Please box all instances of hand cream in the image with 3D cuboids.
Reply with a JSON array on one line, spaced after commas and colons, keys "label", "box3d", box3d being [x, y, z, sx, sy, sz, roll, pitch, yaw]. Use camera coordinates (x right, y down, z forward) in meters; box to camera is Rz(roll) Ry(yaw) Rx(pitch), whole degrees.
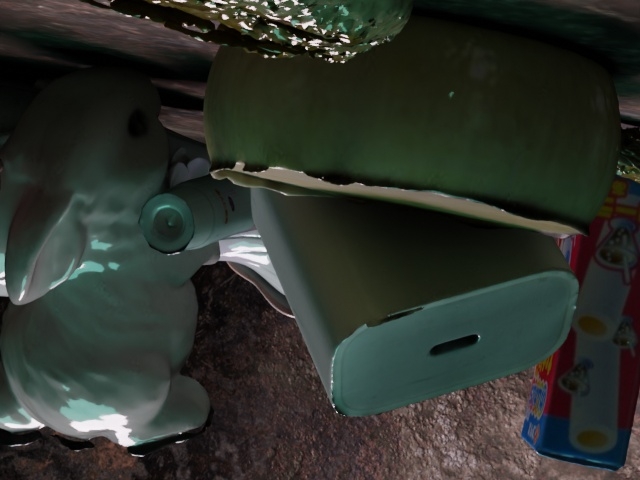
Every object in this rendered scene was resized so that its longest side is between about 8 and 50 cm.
[{"label": "hand cream", "box3d": [-0.079, -0.035, 1.359, 0.058, 0.085, 0.331, -28, 179, 17]}]

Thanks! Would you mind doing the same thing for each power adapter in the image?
[{"label": "power adapter", "box3d": [0.053, -0.014, 1.111, 0.187, 0.255, 0.124, -15, 141, -14]}]

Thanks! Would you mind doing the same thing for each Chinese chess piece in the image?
[{"label": "Chinese chess piece", "box3d": [0.056, -0.070, 0.918, 0.257, 0.104, 0.257, 9, 179, 0]}]

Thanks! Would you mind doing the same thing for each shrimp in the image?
[{"label": "shrimp", "box3d": [0.277, -0.066, 1.152, 0.190, 0.042, 0.101, 10, 158, -22]}]

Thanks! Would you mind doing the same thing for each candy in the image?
[{"label": "candy", "box3d": [0.291, 0.080, 1.581, 0.100, 0.305, 0.157, 10, 180, 1]}]

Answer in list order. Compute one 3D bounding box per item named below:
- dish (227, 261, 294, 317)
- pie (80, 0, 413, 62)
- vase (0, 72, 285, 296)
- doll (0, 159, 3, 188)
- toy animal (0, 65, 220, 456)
[{"label": "dish", "box3d": [0.000, 0.000, 1.739, 0.229, 0.229, 0.081, 9, 154, 7]}, {"label": "pie", "box3d": [-0.094, -0.125, 0.588, 0.274, 0.055, 0.274, 14, -178, 0]}, {"label": "vase", "box3d": [-0.224, -0.049, 1.559, 0.446, 0.249, 0.250, 5, 180, -15]}, {"label": "doll", "box3d": [-0.335, -0.101, 1.199, 0.262, 0.093, 0.211, 29, 148, 38]}, {"label": "toy animal", "box3d": [-0.213, 0.022, 1.342, 0.258, 0.357, 0.194, -25, -139, -20]}]
